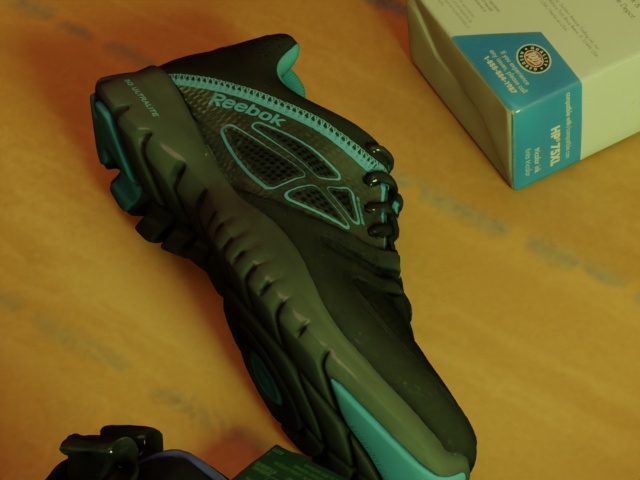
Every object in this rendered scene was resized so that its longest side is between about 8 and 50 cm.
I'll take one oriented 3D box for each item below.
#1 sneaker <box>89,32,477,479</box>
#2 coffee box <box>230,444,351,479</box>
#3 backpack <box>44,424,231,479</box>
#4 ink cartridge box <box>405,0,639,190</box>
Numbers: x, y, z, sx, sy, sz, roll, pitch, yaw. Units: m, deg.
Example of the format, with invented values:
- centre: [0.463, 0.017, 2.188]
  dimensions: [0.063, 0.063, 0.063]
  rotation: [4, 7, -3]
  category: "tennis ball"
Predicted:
- centre: [0.000, 0.000, 1.013]
  dimensions: [0.140, 0.125, 0.341]
  rotation: [-25, 55, -18]
  category: "sneaker"
- centre: [-0.055, 0.180, 0.903]
  dimensions: [0.184, 0.040, 0.113]
  rotation: [-38, 26, -22]
  category: "coffee box"
- centre: [-0.070, 0.242, 0.677]
  dimensions: [0.263, 0.213, 0.276]
  rotation: [-39, 31, -10]
  category: "backpack"
- centre: [0.183, -0.142, 1.127]
  dimensions: [0.231, 0.078, 0.134]
  rotation: [-25, 54, -12]
  category: "ink cartridge box"
